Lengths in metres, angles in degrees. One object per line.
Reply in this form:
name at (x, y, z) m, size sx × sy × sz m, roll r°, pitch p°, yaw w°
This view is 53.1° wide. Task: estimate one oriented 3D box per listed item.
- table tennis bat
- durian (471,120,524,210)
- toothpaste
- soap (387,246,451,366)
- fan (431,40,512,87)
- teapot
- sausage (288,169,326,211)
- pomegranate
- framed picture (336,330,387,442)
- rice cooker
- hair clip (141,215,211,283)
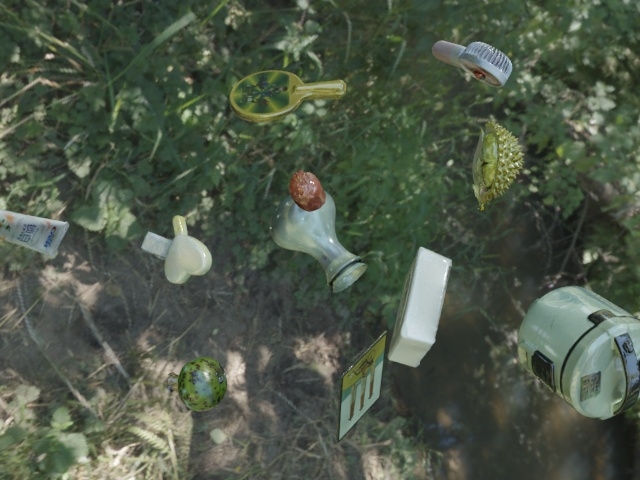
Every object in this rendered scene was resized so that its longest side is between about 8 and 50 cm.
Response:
table tennis bat at (-0.090, -0.396, 1.731) m, size 0.050 × 0.320 × 0.198 m, roll 78°, pitch 10°, yaw -51°
durian at (0.384, -0.147, 1.395) m, size 0.102 × 0.208 × 0.146 m, roll 5°, pitch 33°, yaw -5°
toothpaste at (-0.751, -0.034, 1.542) m, size 0.323 × 0.066 × 0.100 m, roll 24°, pitch 91°, yaw -61°
soap at (0.176, 0.118, 1.134) m, size 0.063 × 0.121 × 0.183 m, roll 17°, pitch 58°, yaw 2°
fan at (0.379, -0.459, 1.634) m, size 0.130 × 0.074 × 0.244 m, roll 26°, pitch 8°, yaw -42°
teapot at (0.000, 0.000, 1.564) m, size 0.183 × 0.183 × 0.251 m, roll -19°, pitch 63°, yaw -48°
sausage at (-0.029, -0.105, 1.382) m, size 0.141 × 0.076 × 0.076 m, roll 60°, pitch 9°, yaw -78°
pomegranate at (-0.285, 0.322, 1.447) m, size 0.122 × 0.161 × 0.122 m, roll 0°, pitch 90°, yaw -70°
framed picture at (0.130, 0.466, 2.030) m, size 0.013 × 0.324 × 0.244 m, roll 26°, pitch 44°, yaw 30°
rice cooker at (0.528, 0.223, 1.267) m, size 0.226 × 0.226 × 0.244 m, roll 28°, pitch 8°, yaw -30°
hair clip at (-0.348, 0.021, 1.569) m, size 0.071 × 0.218 × 0.159 m, roll 13°, pitch 93°, yaw -55°
